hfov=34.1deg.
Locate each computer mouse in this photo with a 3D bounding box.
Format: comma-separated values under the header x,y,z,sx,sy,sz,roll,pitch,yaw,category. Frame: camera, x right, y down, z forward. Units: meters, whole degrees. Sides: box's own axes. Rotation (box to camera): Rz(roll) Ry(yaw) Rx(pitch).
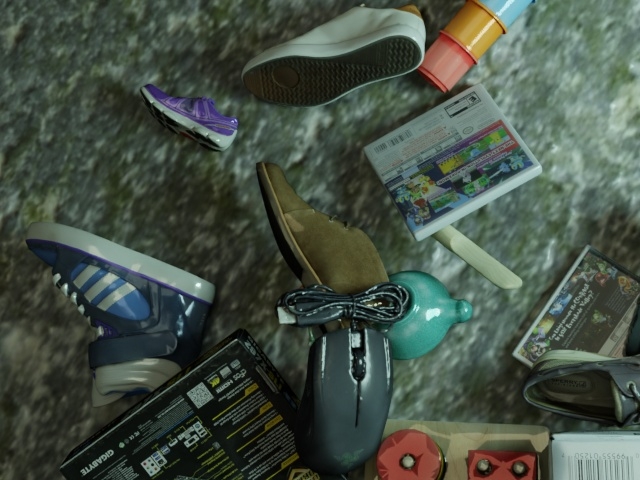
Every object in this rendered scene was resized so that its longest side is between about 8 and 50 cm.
x,y,z,sx,sy,sz,roll,pitch,yaw,category
0.031,0.194,1.367,0.188,0.072,0.272,-2,105,-21,computer mouse

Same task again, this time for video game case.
x,y,z,sx,sy,sz,roll,pitch,yaw,category
0.389,0.130,1.443,0.173,0.022,0.190,35,91,16,video game case
0.185,-0.115,1.494,0.201,0.023,0.183,-29,55,2,video game case

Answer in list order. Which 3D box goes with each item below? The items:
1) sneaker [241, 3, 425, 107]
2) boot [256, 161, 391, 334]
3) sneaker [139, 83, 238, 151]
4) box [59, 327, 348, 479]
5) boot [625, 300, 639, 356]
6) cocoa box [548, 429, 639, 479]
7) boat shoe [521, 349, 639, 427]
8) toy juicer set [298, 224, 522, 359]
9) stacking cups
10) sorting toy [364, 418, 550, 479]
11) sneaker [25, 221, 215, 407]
x,y,z,sx,sy,sz,roll,pitch,yaw,category
0.023,-0.284,1.579,0.290,0.106,0.123,-9,44,20,sneaker
0.000,0.000,1.482,0.115,0.112,0.305,-26,63,-6,boot
-0.204,-0.201,1.630,0.170,0.068,0.071,29,73,8,sneaker
-0.163,0.319,1.474,0.322,0.079,0.257,-37,97,5,box
0.528,0.073,1.342,0.207,0.094,0.246,18,92,26,boot
0.459,0.350,1.280,0.347,0.228,0.231,-2,81,13,cocoa box
0.395,0.195,1.334,0.285,0.092,0.103,1,110,34,boat shoe
0.108,0.073,1.497,0.329,0.089,0.209,-31,57,10,toy juicer set
0.259,-0.357,1.525,0.316,0.096,0.096,-46,74,6,stacking cups
0.177,0.370,1.400,0.255,0.089,0.257,0,74,13,sorting toy
-0.333,0.124,1.560,0.323,0.130,0.236,20,82,10,sneaker
